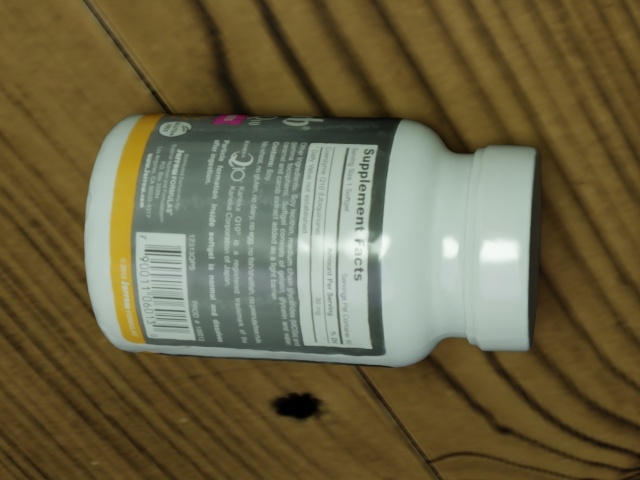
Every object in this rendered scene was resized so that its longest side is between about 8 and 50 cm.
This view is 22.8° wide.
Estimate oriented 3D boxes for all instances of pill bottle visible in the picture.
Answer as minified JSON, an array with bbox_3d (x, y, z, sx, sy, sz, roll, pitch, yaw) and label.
[{"bbox_3d":[0.000,0.000,1.031,0.278,0.162,0.162,2,132,10],"label":"pill bottle"}]
